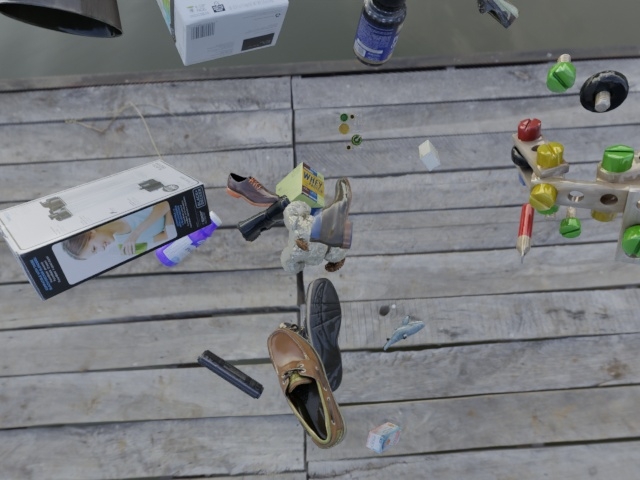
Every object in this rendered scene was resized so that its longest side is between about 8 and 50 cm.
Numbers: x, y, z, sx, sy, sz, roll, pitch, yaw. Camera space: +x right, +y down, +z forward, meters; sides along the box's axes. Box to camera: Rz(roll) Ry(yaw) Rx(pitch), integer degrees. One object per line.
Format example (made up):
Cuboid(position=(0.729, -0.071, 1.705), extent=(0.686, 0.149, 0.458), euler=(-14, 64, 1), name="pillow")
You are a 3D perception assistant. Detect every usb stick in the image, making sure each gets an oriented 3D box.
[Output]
Cuboid(position=(-0.342, 0.510, 1.567), extent=(0.278, 0.077, 0.045), euler=(33, 102, -1), name="usb stick")

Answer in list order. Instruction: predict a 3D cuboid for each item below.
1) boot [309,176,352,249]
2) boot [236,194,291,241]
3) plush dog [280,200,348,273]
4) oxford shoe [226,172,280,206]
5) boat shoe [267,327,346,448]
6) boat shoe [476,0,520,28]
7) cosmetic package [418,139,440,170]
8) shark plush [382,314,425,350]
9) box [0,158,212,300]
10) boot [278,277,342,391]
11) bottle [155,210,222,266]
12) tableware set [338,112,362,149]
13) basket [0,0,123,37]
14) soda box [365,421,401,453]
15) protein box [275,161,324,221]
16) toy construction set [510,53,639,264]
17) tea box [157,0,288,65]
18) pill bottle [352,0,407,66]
Cuboid(position=(0.026, -0.081, 1.073), extent=(0.106, 0.082, 0.219), euler=(4, 58, -7), name="boot")
Cuboid(position=(-0.208, -0.076, 1.549), extent=(0.207, 0.246, 0.094), euler=(-31, 94, -14), name="boot")
Cuboid(position=(0.000, 0.000, 1.413), extent=(0.225, 0.210, 0.262), euler=(0, 98, -25), name="plush dog")
Cuboid(position=(-0.293, -0.222, 1.787), extent=(0.271, 0.098, 0.097), euler=(18, 36, 14), name="oxford shoe")
Cuboid(position=(-0.039, 0.325, 0.953), extent=(0.110, 0.104, 0.307), euler=(-37, 62, -1), name="boat shoe")
Cuboid(position=(0.404, -0.566, 0.981), extent=(0.152, 0.056, 0.049), euler=(31, 112, -3), name="boat shoe")
Cuboid(position=(0.362, -0.285, 1.368), extent=(0.041, 0.115, 0.060), euler=(-34, 110, 28), name="cosmetic package")
Cuboid(position=(0.280, 0.318, 1.409), extent=(0.161, 0.067, 0.073), euler=(-21, 101, -11), name="shark plush")
Cuboid(position=(-0.358, -0.035, 0.695), extent=(0.169, 0.087, 0.290), euler=(27, 43, 36), name="box")
Cuboid(position=(-0.055, 0.321, 1.447), extent=(0.138, 0.284, 0.377), euler=(-7, 90, -37), name="boot")
Cuboid(position=(-0.536, -0.008, 1.685), extent=(0.283, 0.118, 0.092), euler=(-39, 86, -3), name="bottle")
Cuboid(position=(0.130, -0.468, 1.760), extent=(0.104, 0.024, 0.154), euler=(-1, 105, 0), name="tableware set")
Cuboid(position=(-0.435, -0.481, 0.674), extent=(0.154, 0.204, 0.227), euler=(7, 105, 23), name="basket")
Cuboid(position=(0.239, 0.734, 1.530), extent=(0.063, 0.183, 0.058), euler=(12, 86, 34), name="soda box")
Cuboid(position=(-0.096, -0.204, 1.870), extent=(0.136, 0.200, 0.201), euler=(29, 42, -32), name="protein box")
Cuboid(position=(0.395, -0.055, 0.622), extent=(0.257, 0.309, 0.237), euler=(22, 56, 8), name="toy construction set")
Cuboid(position=(-0.324, -0.776, 1.269), extent=(0.329, 0.220, 0.324), euler=(-24, 89, -20), name="tea box")
Cuboid(position=(0.168, -0.609, 1.144), extent=(0.122, 0.219, 0.123), euler=(3, 69, -7), name="pill bottle")
